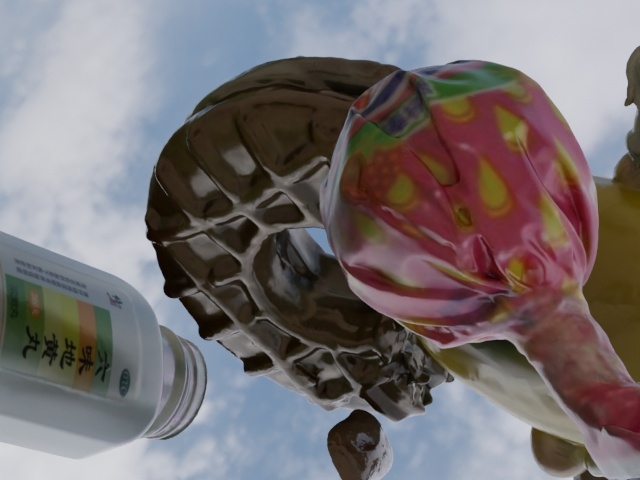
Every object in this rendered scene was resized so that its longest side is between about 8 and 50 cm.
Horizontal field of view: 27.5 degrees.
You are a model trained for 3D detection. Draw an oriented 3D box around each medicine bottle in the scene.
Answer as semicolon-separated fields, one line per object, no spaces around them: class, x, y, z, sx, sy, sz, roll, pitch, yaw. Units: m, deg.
medicine bottle;-0.252;0.106;1.236;0.124;0.324;0.179;-23;-121;29

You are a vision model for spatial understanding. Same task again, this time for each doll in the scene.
doll;0.254;0.055;0.980;0.348;0.161;0.423;-47;-110;32

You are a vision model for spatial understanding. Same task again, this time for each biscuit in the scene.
biscuit;-0.016;0.004;1.135;0.268;0.366;0.115;10;-137;19

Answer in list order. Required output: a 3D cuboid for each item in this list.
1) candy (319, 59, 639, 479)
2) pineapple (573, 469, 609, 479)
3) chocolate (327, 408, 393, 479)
candy;0.118;0.079;0.529;0.124;0.124;0.365;-36;-114;13
pineapple;0.353;0.372;1.287;0.165;0.364;0.165;-16;-167;4
chocolate;0.038;0.179;1.132;0.031;0.100;0.064;-27;-96;19
